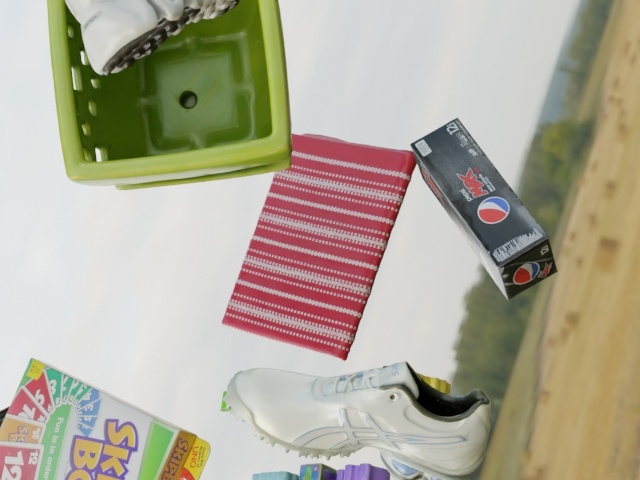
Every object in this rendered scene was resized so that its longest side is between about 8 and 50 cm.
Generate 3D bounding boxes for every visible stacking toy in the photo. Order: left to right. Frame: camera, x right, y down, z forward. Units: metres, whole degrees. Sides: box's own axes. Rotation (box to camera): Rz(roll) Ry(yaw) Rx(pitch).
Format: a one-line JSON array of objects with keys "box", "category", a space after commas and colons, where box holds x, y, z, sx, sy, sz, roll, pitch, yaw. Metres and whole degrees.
[{"box": [0.001, 0.199, 1.228, 0.052, 0.221, 0.167, 32, -122, -47], "category": "stacking toy"}]

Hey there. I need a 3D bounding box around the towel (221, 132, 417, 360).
[{"box": [0.000, 0.000, 1.865, 0.031, 0.199, 0.275, 33, -107, -52], "category": "towel"}]

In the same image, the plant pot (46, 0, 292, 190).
[{"box": [-0.141, -0.166, 1.549, 0.207, 0.228, 0.227, 57, -154, -82], "category": "plant pot"}]

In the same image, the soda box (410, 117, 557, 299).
[{"box": [0.146, -0.030, 1.353, 0.169, 0.053, 0.060, 59, 177, 38], "category": "soda box"}]

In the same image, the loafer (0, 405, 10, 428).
[{"box": [-0.372, 0.222, 1.647, 0.220, 0.078, 0.080, -28, -47, -34], "category": "loafer"}]

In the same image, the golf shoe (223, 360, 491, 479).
[{"box": [0.028, 0.104, 0.987, 0.069, 0.176, 0.086, -82, 10, -57], "category": "golf shoe"}]

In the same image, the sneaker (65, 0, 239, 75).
[{"box": [-0.111, -0.235, 1.213, 0.110, 0.118, 0.292, -36, 3, 35], "category": "sneaker"}]

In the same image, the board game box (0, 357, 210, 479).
[{"box": [-0.218, 0.208, 1.444, 0.039, 0.259, 0.124, 29, -98, -50], "category": "board game box"}]
